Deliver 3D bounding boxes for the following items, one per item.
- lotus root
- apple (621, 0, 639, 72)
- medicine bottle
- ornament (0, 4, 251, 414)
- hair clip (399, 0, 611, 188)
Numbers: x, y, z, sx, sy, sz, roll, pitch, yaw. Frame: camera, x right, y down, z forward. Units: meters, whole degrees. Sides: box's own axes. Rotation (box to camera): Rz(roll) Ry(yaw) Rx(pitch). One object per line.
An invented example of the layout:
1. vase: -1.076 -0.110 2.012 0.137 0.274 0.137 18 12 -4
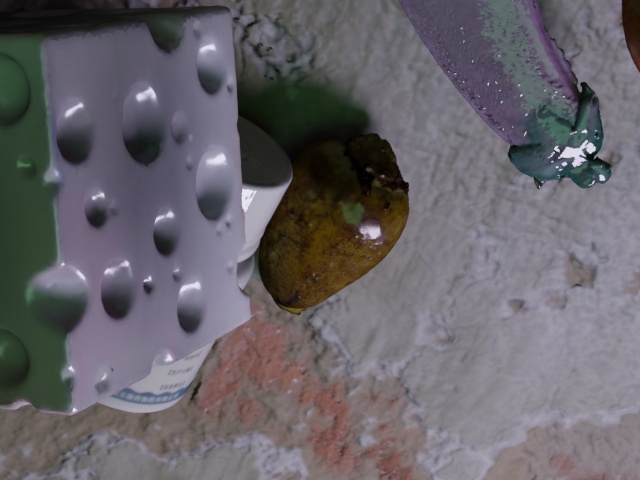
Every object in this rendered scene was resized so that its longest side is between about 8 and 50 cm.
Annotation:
1. lotus root: 0.000 0.000 1.294 0.108 0.094 0.190 40 124 11
2. apple: 0.343 -0.200 1.117 0.241 0.242 0.242 -12 124 -12
3. medicine bottle: -0.122 0.014 1.264 0.139 0.139 0.237 22 119 -18
4. ornament: -0.211 -0.034 1.082 0.240 0.239 0.239 3 102 25
5. hair clip: 0.124 -0.194 1.187 0.095 0.110 0.358 -44 120 -24
